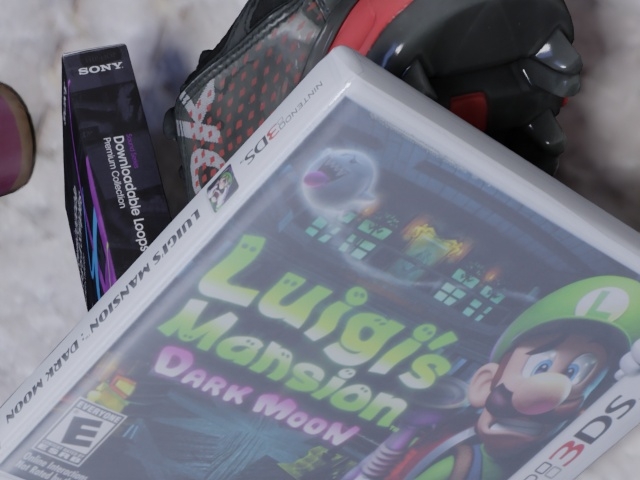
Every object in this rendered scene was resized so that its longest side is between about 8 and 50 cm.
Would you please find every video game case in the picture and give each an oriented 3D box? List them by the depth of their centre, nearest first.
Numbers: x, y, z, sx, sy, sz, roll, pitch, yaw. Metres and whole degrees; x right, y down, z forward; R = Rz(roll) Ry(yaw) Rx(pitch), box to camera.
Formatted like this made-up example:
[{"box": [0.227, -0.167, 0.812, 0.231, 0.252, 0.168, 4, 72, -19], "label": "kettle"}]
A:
[{"box": [0.018, 0.044, 0.518, 0.173, 0.190, 0.022, -46, 39, 21], "label": "video game case"}]

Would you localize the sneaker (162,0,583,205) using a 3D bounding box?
[{"box": [0.000, 0.000, 0.588, 0.135, 0.097, 0.276, 50, 140, 38], "label": "sneaker"}]

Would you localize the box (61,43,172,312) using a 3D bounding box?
[{"box": [-0.071, 0.024, 0.618, 0.116, 0.029, 0.162, 104, 154, -59], "label": "box"}]

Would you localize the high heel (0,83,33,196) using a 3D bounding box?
[{"box": [-0.322, -0.020, 0.762, 0.377, 0.181, 0.127, -12, 94, 38], "label": "high heel"}]
